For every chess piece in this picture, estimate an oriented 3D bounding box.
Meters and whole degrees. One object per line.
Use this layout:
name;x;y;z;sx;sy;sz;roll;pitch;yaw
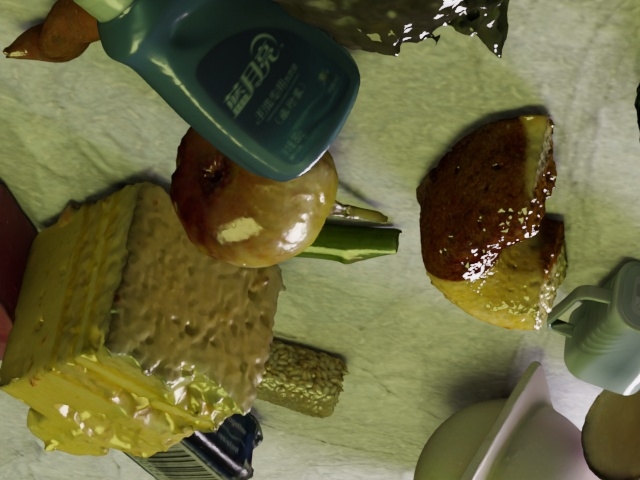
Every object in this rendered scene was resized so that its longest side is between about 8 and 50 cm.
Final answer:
chess piece;0.435;0.260;2.189;0.143;0.142;0.261;-17;145;39

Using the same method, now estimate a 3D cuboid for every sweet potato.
sweet potato;-0.220;-0.205;1.732;0.202;0.058;0.055;-16;-177;44

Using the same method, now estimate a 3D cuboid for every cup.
cup;0.313;0.087;1.977;0.128;0.095;0.129;20;145;-9

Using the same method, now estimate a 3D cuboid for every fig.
fig;-0.026;-0.046;1.862;0.159;0.159;0.257;-19;156;41

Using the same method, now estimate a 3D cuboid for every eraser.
eraser;-0.216;0.204;2.350;0.155;0.101;0.332;-7;143;31

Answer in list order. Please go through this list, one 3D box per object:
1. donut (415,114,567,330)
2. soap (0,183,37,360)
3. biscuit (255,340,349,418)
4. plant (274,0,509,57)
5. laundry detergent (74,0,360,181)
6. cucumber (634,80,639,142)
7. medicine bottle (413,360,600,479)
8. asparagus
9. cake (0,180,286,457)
donut;0.162;-0.008;1.857;0.151;0.112;0.295;3;146;12
soap;-0.507;0.035;2.150;0.360;0.128;0.233;2;146;16
biscuit;-0.053;0.163;2.255;0.169;0.070;0.082;17;140;-3
plant;0.077;-0.249;1.395;0.312;0.213;0.215;24;145;-16
laundry detergent;-0.100;-0.176;1.646;0.290;0.143;0.094;36;174;-34
cucumber;0.348;-0.061;1.741;0.072;0.081;0.303;-37;133;-3
medicine bottle;0.234;0.327;2.256;0.236;0.235;0.406;3;149;15
asparagus;0.000;0.000;1.997;0.178;0.041;0.045;4;103;13
cake;-0.222;0.103;2.063;0.222;0.227;0.286;34;143;-32
